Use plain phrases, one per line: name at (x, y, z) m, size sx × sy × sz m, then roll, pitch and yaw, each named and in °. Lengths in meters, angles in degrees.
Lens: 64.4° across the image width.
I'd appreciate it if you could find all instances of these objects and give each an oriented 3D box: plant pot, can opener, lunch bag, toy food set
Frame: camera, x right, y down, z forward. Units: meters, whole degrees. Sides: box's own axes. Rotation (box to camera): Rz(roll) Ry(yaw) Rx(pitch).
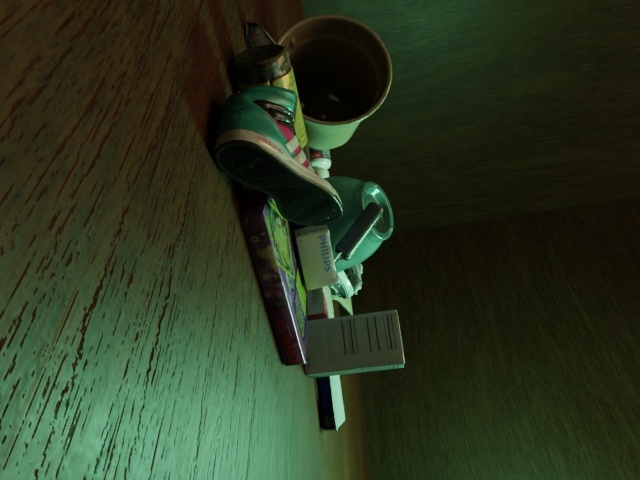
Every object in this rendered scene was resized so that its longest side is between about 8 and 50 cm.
plant pot at (0.091, -0.066, 1.503) m, size 0.293 × 0.196 × 0.293 m, roll 28°, pitch 54°, yaw -47°
can opener at (0.047, 0.006, 1.323) m, size 0.284 × 0.095 × 0.076 m, roll -52°, pitch 172°, yaw -12°
plant pot at (0.018, -0.431, 1.512) m, size 0.305 × 0.333 × 0.334 m, roll 108°, pitch -25°, yaw -77°
lunch bag at (-0.132, -0.436, 1.121) m, size 0.083 × 0.053 × 0.071 m, roll 56°, pitch 6°, yaw 2°
toy food set at (0.046, 0.163, 1.966) m, size 0.306 × 0.092 × 0.220 m, roll 52°, pitch 30°, yaw -63°

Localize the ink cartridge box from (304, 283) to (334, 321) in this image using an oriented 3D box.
ink cartridge box at (-0.006, 0.179, 1.418) m, size 0.198 × 0.067 × 0.116 m, roll 66°, pitch 17°, yaw -64°

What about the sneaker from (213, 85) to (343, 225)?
sneaker at (-0.063, -0.150, 0.843) m, size 0.295 × 0.123 × 0.179 m, roll 37°, pitch 42°, yaw -51°

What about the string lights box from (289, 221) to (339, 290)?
string lights box at (-0.025, -0.005, 1.199) m, size 0.260 × 0.076 × 0.134 m, roll -113°, pitch -169°, yaw -66°

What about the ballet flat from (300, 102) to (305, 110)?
ballet flat at (-0.050, -0.476, 1.873) m, size 0.222 × 0.079 × 0.077 m, roll -89°, pitch 170°, yaw -58°

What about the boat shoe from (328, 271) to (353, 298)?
boat shoe at (0.030, 0.133, 1.693) m, size 0.108 × 0.102 × 0.301 m, roll 47°, pitch -9°, yaw 29°

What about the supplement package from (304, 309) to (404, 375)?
supplement package at (0.085, 0.267, 1.296) m, size 0.139 × 0.243 × 0.134 m, roll 67°, pitch 16°, yaw -71°

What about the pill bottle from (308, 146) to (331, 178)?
pill bottle at (-0.019, -0.294, 1.773) m, size 0.108 × 0.107 × 0.180 m, roll 53°, pitch 29°, yaw -79°

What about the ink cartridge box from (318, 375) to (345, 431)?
ink cartridge box at (0.025, 0.427, 1.475) m, size 0.224 × 0.045 × 0.224 m, roll 56°, pitch 26°, yaw -75°

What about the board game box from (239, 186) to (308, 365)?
board game box at (-0.079, 0.046, 0.987) m, size 0.208 × 0.056 × 0.347 m, roll -97°, pitch 176°, yaw -59°

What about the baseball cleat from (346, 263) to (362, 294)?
baseball cleat at (0.117, 0.125, 1.982) m, size 0.110 × 0.072 × 0.206 m, roll 58°, pitch 17°, yaw -18°

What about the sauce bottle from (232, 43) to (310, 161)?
sauce bottle at (-0.082, -0.204, 1.012) m, size 0.112 × 0.111 × 0.345 m, roll -91°, pitch 173°, yaw -51°
